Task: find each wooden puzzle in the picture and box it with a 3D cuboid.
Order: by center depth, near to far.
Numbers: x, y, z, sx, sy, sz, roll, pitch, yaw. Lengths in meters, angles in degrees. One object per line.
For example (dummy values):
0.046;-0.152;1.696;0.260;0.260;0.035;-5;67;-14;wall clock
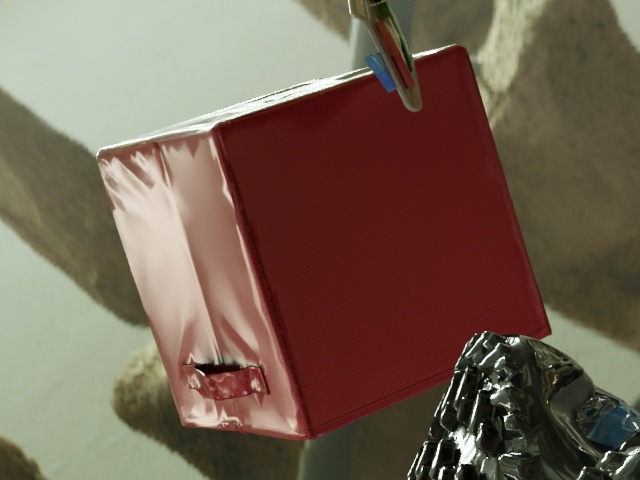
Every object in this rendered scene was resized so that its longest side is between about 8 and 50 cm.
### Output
0.037;-0.116;0.993;0.014;0.078;0.116;-26;-140;14;wooden puzzle

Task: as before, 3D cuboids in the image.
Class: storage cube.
0.000;0.000;1.126;0.215;0.183;0.193;-22;-82;-28;storage cube

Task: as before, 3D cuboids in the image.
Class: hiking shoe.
0.110;0.115;0.601;0.132;0.304;0.113;24;-86;-13;hiking shoe
